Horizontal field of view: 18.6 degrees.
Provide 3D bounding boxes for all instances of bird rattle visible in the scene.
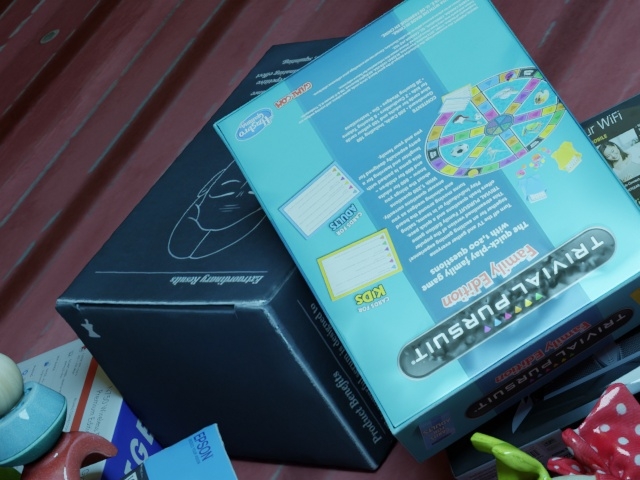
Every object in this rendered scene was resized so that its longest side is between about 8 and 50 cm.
[{"bbox_3d":[0.197,0.220,1.382,0.207,0.253,0.143,50,122,32],"label":"bird rattle"}]

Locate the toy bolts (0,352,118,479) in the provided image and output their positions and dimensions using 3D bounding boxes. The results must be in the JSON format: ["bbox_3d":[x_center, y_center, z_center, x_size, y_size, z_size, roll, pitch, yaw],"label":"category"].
[{"bbox_3d":[-0.322,0.200,1.722,0.228,0.158,0.218,-26,22,28],"label":"toy bolts"}]

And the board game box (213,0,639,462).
[{"bbox_3d":[0.099,-0.028,1.578,0.254,0.079,0.336,-33,59,3],"label":"board game box"}]

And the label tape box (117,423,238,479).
[{"bbox_3d":[-0.182,0.336,1.624,0.347,0.115,0.249,-34,27,1],"label":"label tape box"}]

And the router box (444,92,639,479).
[{"bbox_3d":[0.217,0.038,1.599,0.309,0.081,0.243,-26,60,13],"label":"router box"}]

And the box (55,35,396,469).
[{"bbox_3d":[0.000,0.000,1.863,0.293,0.212,0.395,0,42,45],"label":"box"}]

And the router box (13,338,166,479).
[{"bbox_3d":[-0.302,0.248,1.929,0.301,0.082,0.335,-22,30,21],"label":"router box"}]
